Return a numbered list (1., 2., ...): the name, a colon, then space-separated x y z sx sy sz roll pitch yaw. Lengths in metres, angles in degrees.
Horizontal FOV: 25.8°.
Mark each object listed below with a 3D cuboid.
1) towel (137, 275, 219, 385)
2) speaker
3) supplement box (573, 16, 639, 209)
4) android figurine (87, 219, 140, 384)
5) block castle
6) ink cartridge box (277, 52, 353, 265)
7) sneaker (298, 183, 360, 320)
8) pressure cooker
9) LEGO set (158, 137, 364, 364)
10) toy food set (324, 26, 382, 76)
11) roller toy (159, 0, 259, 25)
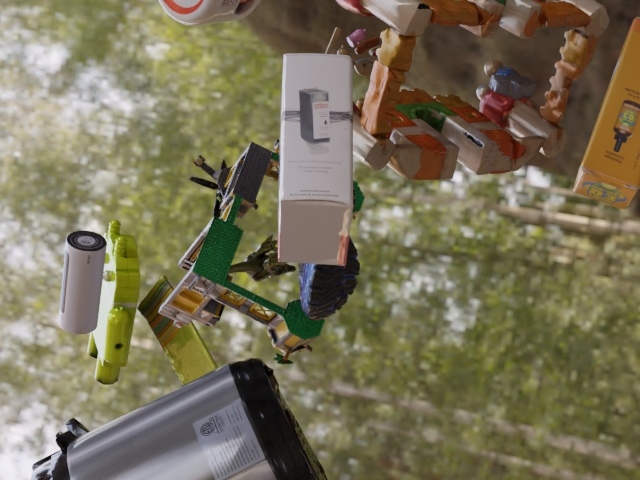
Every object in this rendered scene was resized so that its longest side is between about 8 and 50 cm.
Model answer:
1. towel: -0.223 0.178 2.291 0.021 0.237 0.102 -15 -26 -39
2. speaker: -0.321 0.058 1.888 0.055 0.055 0.136 -39 -34 -54
3. supplement box: 0.390 -0.160 1.762 0.080 0.078 0.233 96 -164 -67
4. android figurine: -0.357 0.100 2.385 0.248 0.056 0.273 -120 36 -55
5. block castle: 0.204 -0.280 2.191 0.453 0.213 0.303 -7 -57 -36
6. ink cartridge box: -0.007 -0.100 1.730 0.158 0.092 0.218 95 178 -61
7. sneaker: 0.000 0.000 1.908 0.083 0.087 0.221 -3 -77 -33
8. pressure cooker: -0.187 0.385 1.815 0.375 0.420 0.370 64 177 -15
9. LEGO set: -0.092 0.026 2.060 0.192 0.255 0.331 134 150 -57
10. toy food set: 0.068 -0.306 2.280 0.122 0.019 0.078 10 -68 -36
11. roller toy: -0.203 -0.483 2.497 0.146 0.209 0.191 -18 -85 -44
